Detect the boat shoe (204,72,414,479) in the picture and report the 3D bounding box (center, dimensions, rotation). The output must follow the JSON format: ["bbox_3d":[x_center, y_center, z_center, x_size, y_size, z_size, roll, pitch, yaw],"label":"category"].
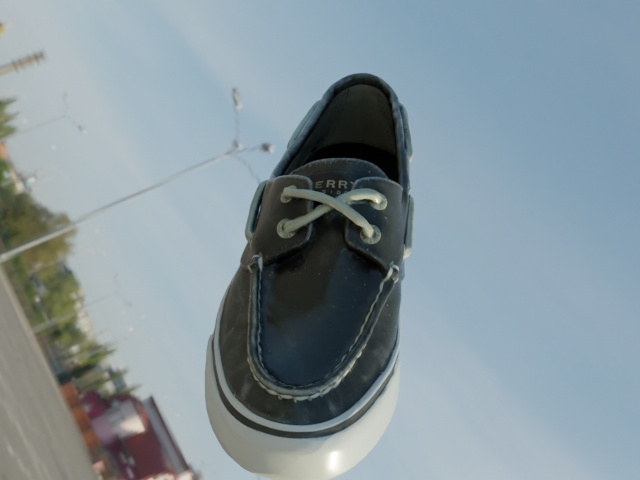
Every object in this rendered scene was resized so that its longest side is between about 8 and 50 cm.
[{"bbox_3d":[0.000,0.000,0.408,0.219,0.077,0.070,-78,173,-53],"label":"boat shoe"}]
